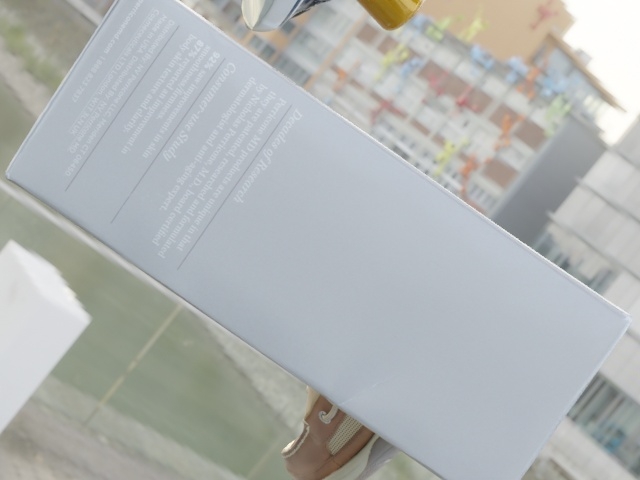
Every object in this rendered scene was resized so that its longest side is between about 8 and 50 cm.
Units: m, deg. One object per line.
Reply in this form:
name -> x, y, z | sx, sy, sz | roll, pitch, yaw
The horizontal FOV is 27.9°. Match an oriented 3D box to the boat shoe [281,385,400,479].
boat shoe -> 0.047, 0.116, 1.062 | 0.116, 0.123, 0.324 | 52, -39, 5

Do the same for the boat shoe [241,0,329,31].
boat shoe -> 0.011, -0.170, 0.778 | 0.083, 0.065, 0.183 | 0, -10, -21

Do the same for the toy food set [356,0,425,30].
toy food set -> 0.064, -0.256, 0.923 | 0.104, 0.232, 0.111 | 44, -23, -16

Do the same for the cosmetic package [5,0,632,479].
cosmetic package -> 0.000, 0.000, 0.548 | 0.238, 0.107, 0.127 | 32, 3, -3
